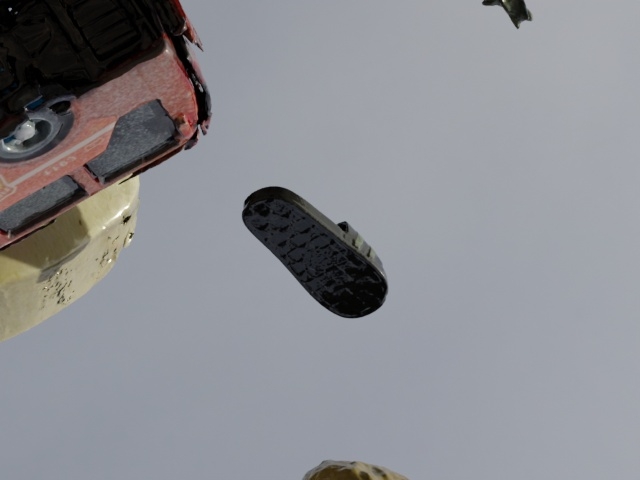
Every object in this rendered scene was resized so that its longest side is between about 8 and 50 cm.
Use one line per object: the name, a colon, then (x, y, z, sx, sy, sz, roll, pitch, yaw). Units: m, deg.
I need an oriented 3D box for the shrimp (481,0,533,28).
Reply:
shrimp: (0.141, -0.331, 0.924, 0.246, 0.361, 0.085, 0, -172, 30)

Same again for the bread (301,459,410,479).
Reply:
bread: (0.053, 0.324, 1.260, 0.134, 0.245, 0.244, -9, -143, -9)

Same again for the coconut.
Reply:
coconut: (-0.339, -0.062, 1.231, 0.352, 0.353, 0.353, -10, -141, 8)

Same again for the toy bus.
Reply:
toy bus: (-0.151, -0.024, 0.488, 0.234, 0.096, 0.074, -29, -110, -2)

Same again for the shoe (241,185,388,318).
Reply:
shoe: (0.000, 0.000, 1.162, 0.071, 0.179, 0.049, -26, -140, 27)
